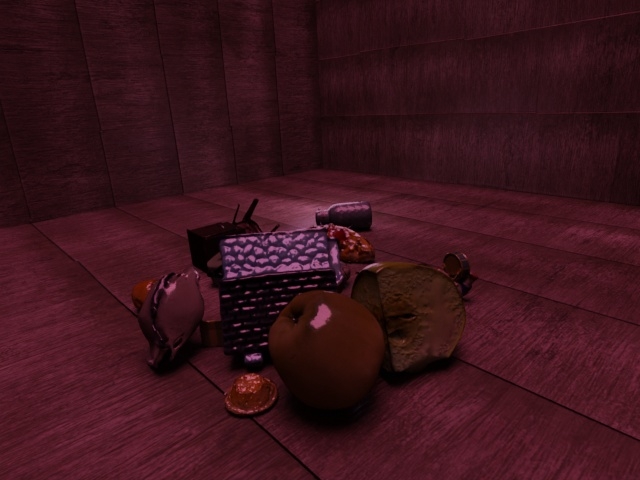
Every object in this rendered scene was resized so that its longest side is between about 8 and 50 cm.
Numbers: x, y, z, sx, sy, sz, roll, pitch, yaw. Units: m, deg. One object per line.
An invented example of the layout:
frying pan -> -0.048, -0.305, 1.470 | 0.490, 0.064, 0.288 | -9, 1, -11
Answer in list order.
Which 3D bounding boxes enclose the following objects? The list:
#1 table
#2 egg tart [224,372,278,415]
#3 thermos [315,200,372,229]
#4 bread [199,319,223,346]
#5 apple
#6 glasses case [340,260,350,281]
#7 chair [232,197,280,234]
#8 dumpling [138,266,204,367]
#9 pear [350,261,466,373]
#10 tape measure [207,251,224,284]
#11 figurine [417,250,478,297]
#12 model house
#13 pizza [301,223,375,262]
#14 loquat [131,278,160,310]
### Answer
table -> -0.435, 0.020, 1.806 | 0.193, 0.172, 0.169 | -17, 23, -35
egg tart -> -0.160, 0.347, 0.978 | 0.129, 0.049, 0.128 | -1, 20, 1
thermos -> 0.119, -0.110, 2.192 | 0.287, 0.144, 0.182 | -6, 52, -4
bread -> -0.301, 0.243, 1.256 | 0.074, 0.084, 0.139 | -3, 18, 3
apple -> 0.016, 0.237, 0.951 | 0.263, 0.262, 0.262 | -3, 18, 1
glasses case -> -0.041, 0.103, 1.631 | 0.355, 0.085, 0.137 | 13, 26, 42
chair -> -0.369, -0.031, 2.049 | 0.176, 0.183, 0.326 | -21, -19, -42
dumpling -> -0.430, 0.198, 1.164 | 0.205, 0.163, 0.292 | -8, 55, 31
pear -> 0.233, 0.183, 1.102 | 0.282, 0.286, 0.176 | -10, 1, -21
tape measure -> -0.312, 0.088, 1.625 | 0.236, 0.115, 0.207 | -3, 23, 27
figurine -> 0.361, 0.132, 1.371 | 0.276, 0.157, 0.161 | -11, 11, -25
model house -> -0.093, 0.182, 1.196 | 0.361, 0.297, 0.338 | -4, 55, -7
pizza -> 0.000, 0.000, 1.854 | 0.407, 0.130, 0.440 | -5, 17, -26
loquat -> -0.569, 0.186, 1.443 | 0.137, 0.112, 0.137 | -19, -2, -1
